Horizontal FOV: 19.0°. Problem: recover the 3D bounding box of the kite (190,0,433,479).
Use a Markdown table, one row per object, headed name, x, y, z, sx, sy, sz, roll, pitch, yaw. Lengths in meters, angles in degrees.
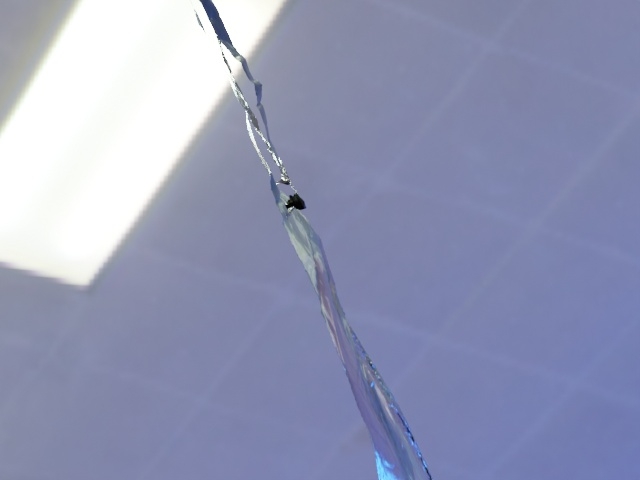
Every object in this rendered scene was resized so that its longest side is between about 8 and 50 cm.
| name | x | y | z | sx | sy | sz | roll | pitch | yaw |
| --- | --- | --- | --- | --- | --- | --- | --- | --- | --- |
| kite | -0.004 | 0.001 | 0.648 | 0.022 | 0.204 | 0.360 | -20 | -83 | 5 |
